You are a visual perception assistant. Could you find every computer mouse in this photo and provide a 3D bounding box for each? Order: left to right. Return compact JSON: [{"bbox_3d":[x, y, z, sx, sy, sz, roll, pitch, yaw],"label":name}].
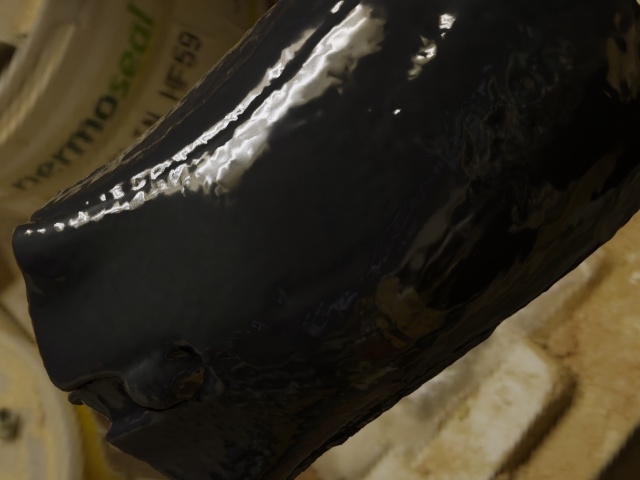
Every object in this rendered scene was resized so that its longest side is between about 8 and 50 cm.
[{"bbox_3d":[0.000,0.000,0.549,0.264,0.088,0.147,-38,103,23],"label":"computer mouse"}]
